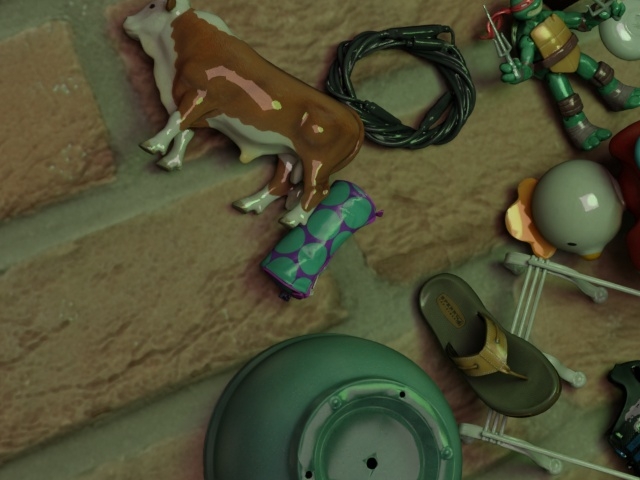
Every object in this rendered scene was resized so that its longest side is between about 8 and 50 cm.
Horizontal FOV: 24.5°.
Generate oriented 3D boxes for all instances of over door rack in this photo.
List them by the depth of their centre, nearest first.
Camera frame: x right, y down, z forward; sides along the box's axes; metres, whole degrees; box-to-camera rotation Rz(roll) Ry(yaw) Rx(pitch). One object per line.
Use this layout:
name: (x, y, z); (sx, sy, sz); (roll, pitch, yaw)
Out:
over door rack: (0.346, 0.168, 1.731); (0.324, 0.108, 0.239); (14, 78, 13)

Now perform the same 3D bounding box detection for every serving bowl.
serving bowl: (0.397, -0.272, 1.872); (0.083, 0.027, 0.083); (2, 81, -16)

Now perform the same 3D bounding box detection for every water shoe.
water shoe: (0.386, 0.247, 1.788); (0.080, 0.073, 0.203); (-2, 78, 5)

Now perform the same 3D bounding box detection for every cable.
cable: (0.093, -0.182, 1.771); (0.184, 0.047, 0.150); (-9, 90, -19)

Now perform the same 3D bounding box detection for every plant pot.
plant pot: (0.035, 0.241, 1.614); (0.293, 0.196, 0.293); (2, 82, -16)

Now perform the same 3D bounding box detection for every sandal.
sandal: (0.184, 0.116, 1.688); (0.090, 0.060, 0.219); (-42, 61, 9)

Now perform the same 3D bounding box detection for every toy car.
toy car: (0.344, -0.026, 1.765); (0.238, 0.219, 0.210); (-15, 87, 12)

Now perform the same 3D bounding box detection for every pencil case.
pencil case: (0.000, 0.000, 1.705); (0.070, 0.064, 0.151); (38, 74, 9)

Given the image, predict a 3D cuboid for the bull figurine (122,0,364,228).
bull figurine: (-0.101, -0.149, 1.680); (0.310, 0.101, 0.188); (28, 80, -8)

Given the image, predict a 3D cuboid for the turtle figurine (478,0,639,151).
turtle figurine: (0.293, -0.232, 1.792); (0.175, 0.118, 0.234); (-39, 111, 0)

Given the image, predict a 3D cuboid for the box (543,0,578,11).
box: (0.308, -0.409, 1.774); (0.167, 0.203, 0.168); (37, 75, -8)
